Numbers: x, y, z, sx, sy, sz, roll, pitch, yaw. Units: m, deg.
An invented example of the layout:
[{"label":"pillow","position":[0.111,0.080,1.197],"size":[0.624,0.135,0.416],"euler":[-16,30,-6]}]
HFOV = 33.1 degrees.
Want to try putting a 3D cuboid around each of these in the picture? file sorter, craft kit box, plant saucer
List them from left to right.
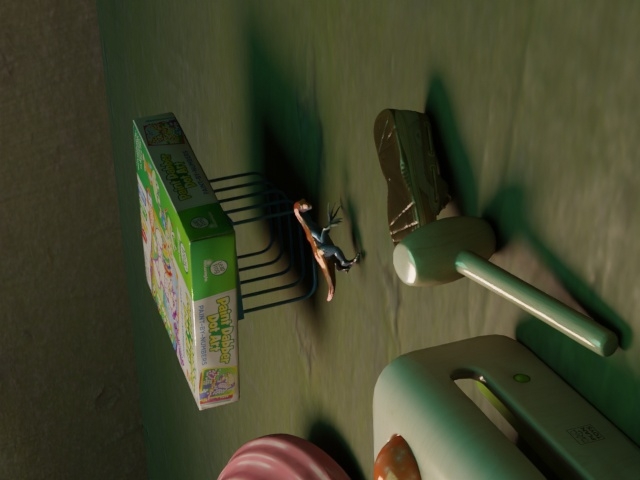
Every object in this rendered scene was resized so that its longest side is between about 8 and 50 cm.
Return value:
[{"label":"craft kit box","position":[-0.154,0.022,1.238],"size":[0.246,0.061,0.250],"euler":[-126,29,-46]},{"label":"file sorter","position":[-0.082,-0.002,1.258],"size":[0.170,0.104,0.118],"euler":[-139,40,-61]},{"label":"plant saucer","position":[-0.047,0.399,1.275],"size":[0.332,0.084,0.332],"euler":[11,104,51]}]

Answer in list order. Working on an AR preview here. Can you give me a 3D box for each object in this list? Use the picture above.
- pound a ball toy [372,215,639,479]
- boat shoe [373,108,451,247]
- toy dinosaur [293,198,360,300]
[{"label":"pound a ball toy","position":[0.117,0.139,0.692],"size":[0.319,0.136,0.208],"euler":[-133,35,-57]},{"label":"boat shoe","position":[0.078,-0.038,0.841],"size":[0.050,0.045,0.135],"euler":[-16,82,64]},{"label":"toy dinosaur","position":[0.000,0.000,1.064],"size":[0.082,0.090,0.047],"euler":[32,170,-1]}]
